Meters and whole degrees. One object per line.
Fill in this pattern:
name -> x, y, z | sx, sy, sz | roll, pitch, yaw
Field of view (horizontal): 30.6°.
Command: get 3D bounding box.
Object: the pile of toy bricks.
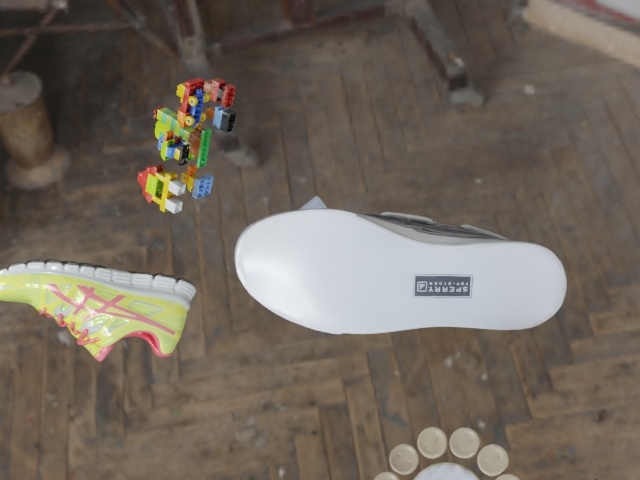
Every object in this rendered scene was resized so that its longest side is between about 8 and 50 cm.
pile of toy bricks -> -0.207, -0.158, 1.721 | 0.105, 0.212, 0.118 | 31, 34, 25

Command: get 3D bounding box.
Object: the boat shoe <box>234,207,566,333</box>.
boat shoe -> 0.066, 0.022, 1.058 | 0.301, 0.108, 0.102 | 2, 10, -14

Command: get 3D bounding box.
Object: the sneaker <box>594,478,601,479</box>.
sneaker -> 0.221, 0.259, 0.880 | 0.124, 0.283, 0.107 | 40, 89, 16

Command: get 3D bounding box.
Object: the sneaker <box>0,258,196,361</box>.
sneaker -> -0.229, 0.071, 1.155 | 0.209, 0.081, 0.094 | 9, 84, -14

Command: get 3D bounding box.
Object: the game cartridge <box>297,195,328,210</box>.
game cartridge -> 0.000, 0.000, 1.275 | 0.056, 0.017, 0.083 | -39, 98, -11

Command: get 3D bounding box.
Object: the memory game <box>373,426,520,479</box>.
memory game -> 0.145, 0.304, 1.346 | 0.186, 0.012, 0.186 | -8, 66, 18
